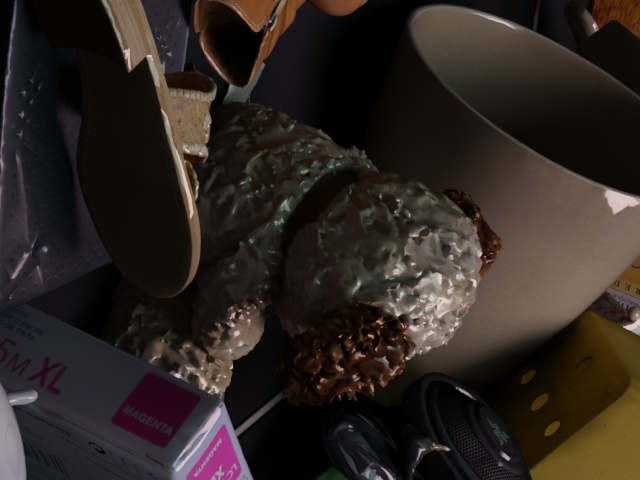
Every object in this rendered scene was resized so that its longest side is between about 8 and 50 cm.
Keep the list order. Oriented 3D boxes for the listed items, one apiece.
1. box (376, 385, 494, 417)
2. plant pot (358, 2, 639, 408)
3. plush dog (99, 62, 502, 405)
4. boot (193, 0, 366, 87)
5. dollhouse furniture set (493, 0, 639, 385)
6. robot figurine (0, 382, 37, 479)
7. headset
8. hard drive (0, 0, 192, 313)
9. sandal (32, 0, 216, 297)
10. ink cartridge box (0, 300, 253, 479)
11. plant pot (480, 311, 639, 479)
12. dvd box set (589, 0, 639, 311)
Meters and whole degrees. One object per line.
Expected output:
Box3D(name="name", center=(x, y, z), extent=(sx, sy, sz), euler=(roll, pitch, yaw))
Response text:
Box3D(name="box", center=(0.142, 0.191, 1.761), extent=(0.108, 0.153, 0.207), euler=(-47, 148, -39))
Box3D(name="plant pot", center=(0.117, -0.001, 1.492), extent=(0.256, 0.256, 0.274), euler=(-20, 144, -59))
Box3D(name="plush dog", center=(0.000, 0.000, 1.235), extent=(0.262, 0.225, 0.211), euler=(-45, 146, -41))
Box3D(name="boot", center=(-0.028, -0.159, 1.196), extent=(0.197, 0.073, 0.152), euler=(54, 43, -53))
Box3D(name="dollhouse furniture set", center=(0.163, -0.017, 1.653), extent=(0.355, 0.303, 0.174), euler=(-35, 131, -4))
Box3D(name="robot figurine", center=(-0.268, 0.144, 0.835), extent=(0.353, 0.199, 0.300), euler=(-50, 131, -34))
Box3D(name="headset", center=(0.028, 0.181, 1.319), extent=(0.243, 0.185, 0.394), euler=(-41, -174, -9))
Box3D(name="hard drive", center=(-0.141, -0.099, 1.077), extent=(0.172, 0.054, 0.255), euler=(-29, 134, -54))
Box3D(name="sandal", center=(-0.087, -0.076, 1.033), extent=(0.079, 0.088, 0.240), euler=(-44, 141, -31))
Box3D(name="ink cartridge box", center=(-0.116, 0.162, 1.173), extent=(0.065, 0.185, 0.311), euler=(-52, 151, -27))
Box3D(name="plant pot", center=(0.228, 0.185, 1.488), extent=(0.212, 0.187, 0.212), euler=(-40, -160, 10))
Box3D(name="dvd box set", center=(0.384, -0.111, 1.837), extent=(0.062, 0.307, 0.420), euler=(-20, 127, -55))
